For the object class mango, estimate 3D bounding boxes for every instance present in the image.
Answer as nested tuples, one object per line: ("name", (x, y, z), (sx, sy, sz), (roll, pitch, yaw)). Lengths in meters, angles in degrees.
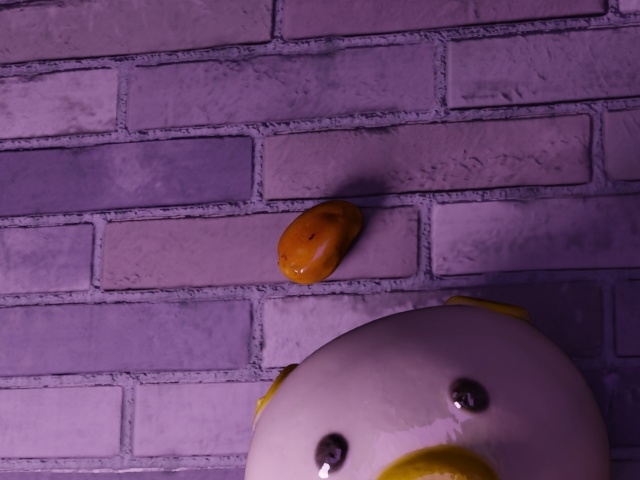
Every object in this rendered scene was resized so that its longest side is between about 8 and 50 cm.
("mango", (0.000, 0.000, 1.917), (0.114, 0.060, 0.080), (-42, 53, 3))

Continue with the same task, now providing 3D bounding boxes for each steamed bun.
("steamed bun", (0.105, 0.230, 1.696), (0.374, 0.334, 0.333), (-23, 70, 2))
